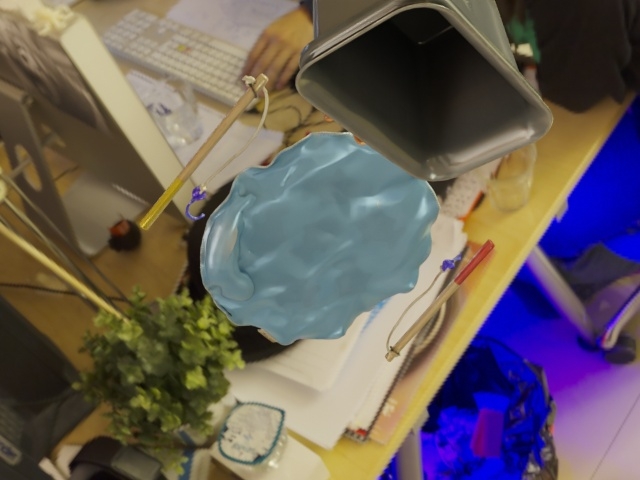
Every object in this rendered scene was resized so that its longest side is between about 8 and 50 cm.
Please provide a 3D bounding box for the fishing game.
[{"bbox_3d":[0.000,0.000,0.654,0.189,0.264,0.041,-52,33,17],"label":"fishing game"}]

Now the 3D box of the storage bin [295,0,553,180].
[{"bbox_3d":[0.046,-0.102,0.449,0.098,0.135,0.091,-25,55,31],"label":"storage bin"}]
